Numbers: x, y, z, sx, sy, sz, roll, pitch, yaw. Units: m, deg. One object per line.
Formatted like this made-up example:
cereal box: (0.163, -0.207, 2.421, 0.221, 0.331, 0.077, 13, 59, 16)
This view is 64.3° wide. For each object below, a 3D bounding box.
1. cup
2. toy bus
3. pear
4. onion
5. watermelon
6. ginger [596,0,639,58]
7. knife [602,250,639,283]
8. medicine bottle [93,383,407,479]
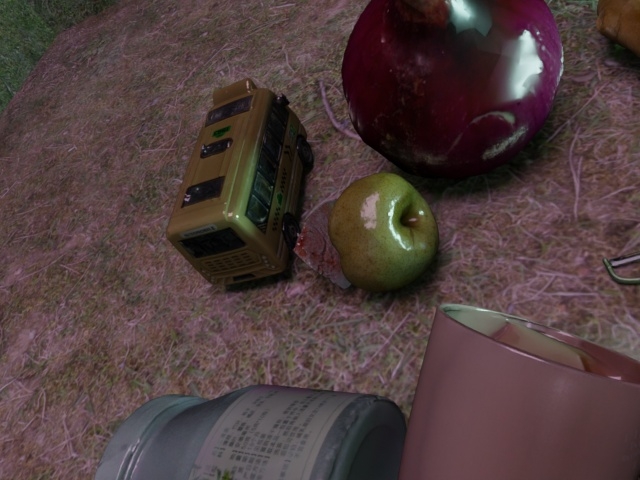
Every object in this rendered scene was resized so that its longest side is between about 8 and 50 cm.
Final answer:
cup: (0.178, 0.180, 0.485, 0.191, 0.253, 0.200, 16, 96, 12)
toy bus: (-0.137, -0.113, 0.931, 0.177, 0.202, 0.365, -14, 48, 24)
pear: (0.088, -0.012, 0.733, 0.136, 0.167, 0.167, -23, 39, 53)
onion: (0.173, -0.282, 0.749, 0.348, 0.385, 0.348, -9, 67, 22)
watermelon: (0.005, 0.004, 0.832, 0.081, 0.094, 0.180, -21, 31, 21)
ginger: (0.528, -0.271, 0.701, 0.363, 0.122, 0.348, 28, 64, 33)
knife: (0.450, 0.012, 0.590, 0.212, 0.015, 0.054, -19, 47, 18)
medicine bottle: (-0.070, 0.277, 0.537, 0.290, 0.245, 0.245, -5, 53, 29)
